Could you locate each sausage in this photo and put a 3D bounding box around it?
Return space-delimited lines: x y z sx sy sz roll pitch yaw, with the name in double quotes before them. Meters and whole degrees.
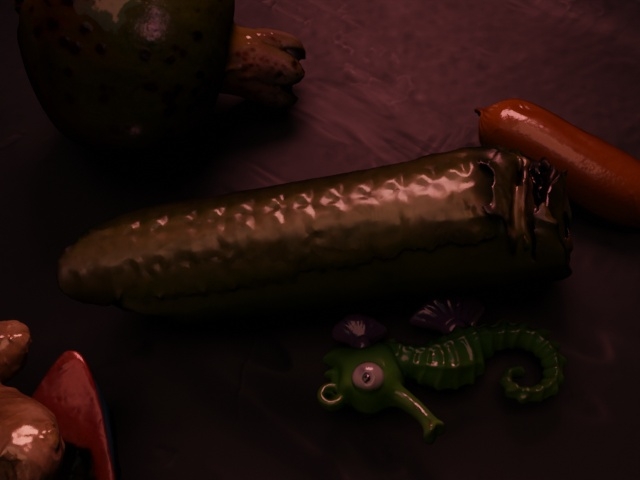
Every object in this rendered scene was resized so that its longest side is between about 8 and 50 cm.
"sausage" 0.205 -0.065 0.668 0.183 0.054 0.062 35 91 16

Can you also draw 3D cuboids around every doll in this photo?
"doll" 0.089 0.094 0.605 0.190 0.050 0.115 -11 53 -7

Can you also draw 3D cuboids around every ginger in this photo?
"ginger" -0.263 0.106 0.568 0.148 0.081 0.333 -53 37 2

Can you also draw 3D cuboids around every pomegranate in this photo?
"pomegranate" -0.132 -0.166 0.689 0.247 0.202 0.202 13 63 -19

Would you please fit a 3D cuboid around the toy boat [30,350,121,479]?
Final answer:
"toy boat" -0.186 0.272 0.532 0.136 0.079 0.392 0 65 7

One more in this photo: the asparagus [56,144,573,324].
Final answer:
"asparagus" 0.000 0.000 0.622 0.381 0.128 0.108 -8 105 7
